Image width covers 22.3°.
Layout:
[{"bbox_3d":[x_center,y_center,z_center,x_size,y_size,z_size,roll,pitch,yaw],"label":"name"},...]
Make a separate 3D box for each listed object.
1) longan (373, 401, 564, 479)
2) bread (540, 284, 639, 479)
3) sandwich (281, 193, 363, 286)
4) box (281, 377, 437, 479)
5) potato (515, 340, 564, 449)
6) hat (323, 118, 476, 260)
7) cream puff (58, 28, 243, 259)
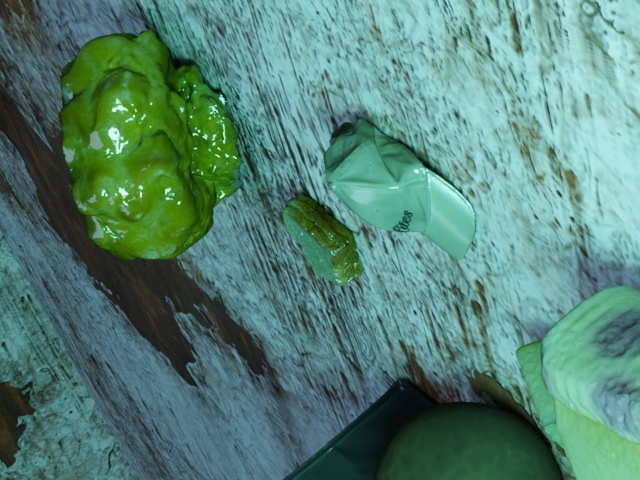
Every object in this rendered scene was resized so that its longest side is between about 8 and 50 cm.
[{"bbox_3d":[0.156,0.262,1.667,0.212,0.198,0.198,30,152,46],"label":"longan"},{"bbox_3d":[0.315,0.157,1.136,0.338,0.155,0.187,26,140,59],"label":"bread"},{"bbox_3d":[0.000,0.000,1.795,0.105,0.035,0.093,44,161,27],"label":"sandwich"},{"bbox_3d":[0.126,0.374,1.844,0.345,0.251,0.204,37,156,38],"label":"box"},{"bbox_3d":[0.253,0.149,1.450,0.149,0.081,0.120,44,-161,-31],"label":"potato"},{"bbox_3d":[0.068,-0.039,1.508,0.166,0.081,0.122,43,165,-3],"label":"hat"},{"bbox_3d":[-0.180,-0.109,1.847,0.282,0.185,0.282,-9,-90,-79],"label":"cream puff"}]
